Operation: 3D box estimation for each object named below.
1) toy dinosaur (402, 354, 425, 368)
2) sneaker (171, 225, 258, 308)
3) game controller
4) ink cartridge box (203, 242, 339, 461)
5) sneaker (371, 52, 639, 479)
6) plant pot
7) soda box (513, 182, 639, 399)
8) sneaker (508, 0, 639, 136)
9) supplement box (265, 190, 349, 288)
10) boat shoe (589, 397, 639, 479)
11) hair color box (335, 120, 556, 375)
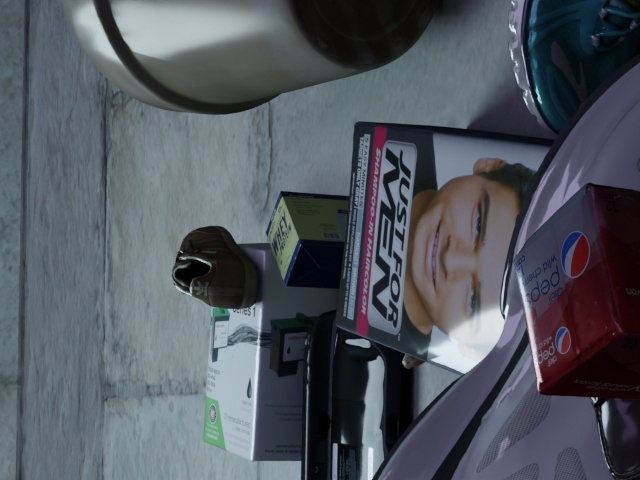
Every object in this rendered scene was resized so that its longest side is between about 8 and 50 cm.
[{"bbox_3d":[0.076,0.017,1.757,0.112,0.064,0.211,-17,76,41],"label":"toy dinosaur"},{"bbox_3d":[-0.125,0.023,1.957,0.188,0.071,0.066,-152,68,-65],"label":"sneaker"},{"bbox_3d":[0.034,0.224,1.833,0.166,0.067,0.319,-2,86,53],"label":"game controller"},{"bbox_3d":[-0.052,0.113,1.986,0.160,0.093,0.219,-175,88,-67],"label":"ink cartridge box"},{"bbox_3d":[0.221,0.095,1.191,0.257,0.169,0.447,34,97,52],"label":"sneaker"},{"bbox_3d":[-0.042,-0.269,1.785,0.280,0.323,0.323,13,101,50],"label":"plant pot"},{"bbox_3d":[0.242,0.038,1.059,0.083,0.263,0.092,-46,46,51],"label":"soda box"},{"bbox_3d":[0.214,-0.198,1.374,0.110,0.107,0.275,38,124,52],"label":"sneaker"},{"bbox_3d":[0.000,0.000,1.883,0.083,0.083,0.056,-111,33,-46],"label":"supplement box"},{"bbox_3d":[0.171,0.071,1.091,0.056,0.049,0.152,-27,50,36],"label":"boat shoe"},{"bbox_3d":[0.140,0.008,1.509,0.374,0.114,0.185,-164,78,-66],"label":"hair color box"}]
